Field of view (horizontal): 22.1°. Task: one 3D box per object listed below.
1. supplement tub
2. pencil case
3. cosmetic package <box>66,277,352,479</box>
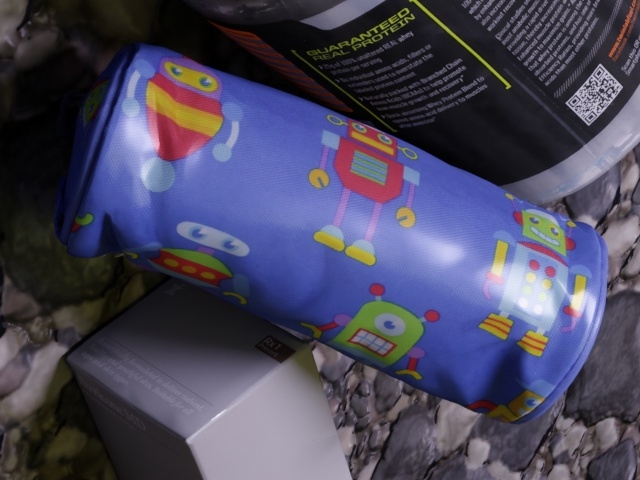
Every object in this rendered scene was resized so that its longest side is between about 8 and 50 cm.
[{"bbox_3d":[0.043,-0.168,0.885,0.338,0.207,0.207,33,85,-48],"label":"supplement tub"},{"bbox_3d":[0.000,0.000,0.888,0.306,0.119,0.133,22,130,-14],"label":"pencil case"},{"bbox_3d":[-0.052,0.150,1.012,0.107,0.127,0.238,-40,131,-24],"label":"cosmetic package"}]
